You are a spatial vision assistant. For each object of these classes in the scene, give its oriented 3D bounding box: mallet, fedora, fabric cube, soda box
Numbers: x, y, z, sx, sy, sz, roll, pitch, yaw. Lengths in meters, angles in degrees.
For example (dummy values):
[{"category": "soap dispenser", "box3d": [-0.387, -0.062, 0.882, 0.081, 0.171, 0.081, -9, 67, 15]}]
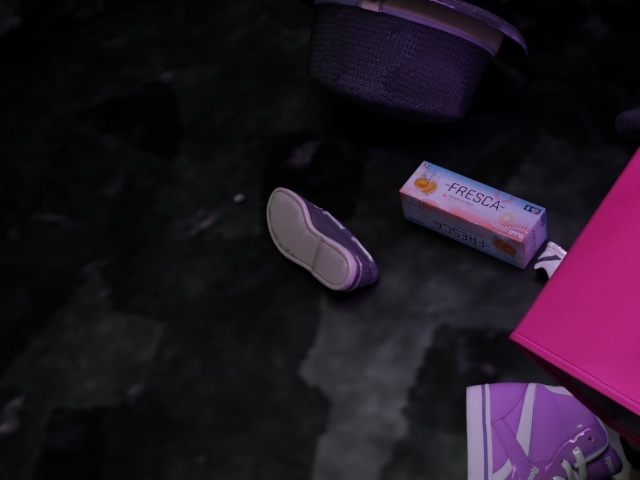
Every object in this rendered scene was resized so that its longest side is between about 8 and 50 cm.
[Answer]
[{"category": "mallet", "box3d": [0.439, -0.213, 1.545, 0.062, 0.039, 0.190, -15, 45, 51]}, {"category": "fedora", "box3d": [0.103, -0.248, 1.589, 0.334, 0.334, 0.153, 18, 92, 27]}, {"category": "fabric cube", "box3d": [0.368, 0.075, 0.991, 0.254, 0.259, 0.258, 32, 86, 42]}, {"category": "soda box", "box3d": [0.191, -0.034, 1.476, 0.183, 0.058, 0.063, 26, 62, 30]}]

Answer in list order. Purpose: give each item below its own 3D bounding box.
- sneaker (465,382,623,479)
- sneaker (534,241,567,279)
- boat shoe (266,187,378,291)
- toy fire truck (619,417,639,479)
[{"category": "sneaker", "box3d": [0.231, 0.262, 1.197, 0.161, 0.102, 0.282, -2, 51, 9]}, {"category": "sneaker", "box3d": [0.301, 0.047, 1.399, 0.044, 0.040, 0.109, -47, 50, -3]}, {"category": "boat shoe", "box3d": [0.000, 0.000, 1.513, 0.065, 0.075, 0.206, 5, 28, -40]}, {"category": "toy fire truck", "box3d": [0.427, 0.245, 1.144, 0.246, 0.158, 0.217, 0, 50, 28]}]
